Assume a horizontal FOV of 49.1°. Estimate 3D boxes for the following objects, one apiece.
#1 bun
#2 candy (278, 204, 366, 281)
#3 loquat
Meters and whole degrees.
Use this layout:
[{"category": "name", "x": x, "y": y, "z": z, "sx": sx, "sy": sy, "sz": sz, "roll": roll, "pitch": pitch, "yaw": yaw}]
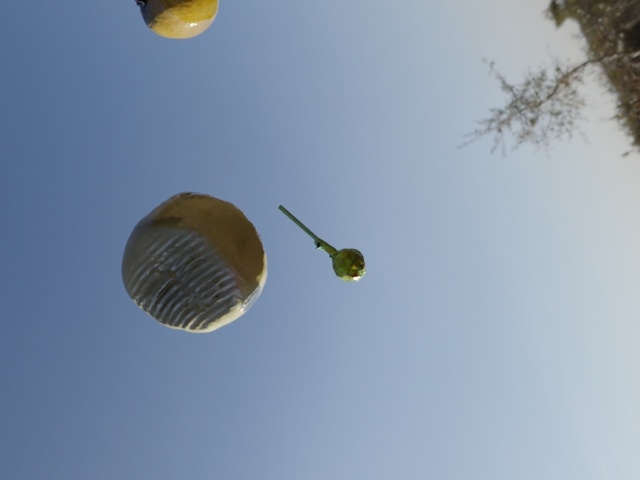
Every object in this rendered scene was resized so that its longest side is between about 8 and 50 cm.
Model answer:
[{"category": "bun", "x": -0.164, "y": 0.028, "z": 0.933, "sx": 0.178, "sy": 0.193, "sz": 0.128, "roll": 48, "pitch": -150, "yaw": -7}, {"category": "candy", "x": 0.000, "y": 0.000, "z": 1.213, "sx": 0.194, "sy": 0.062, "sz": 0.058, "roll": 40, "pitch": -112, "yaw": 13}, {"category": "loquat", "x": -0.257, "y": -0.431, "z": 1.252, "sx": 0.163, "sy": 0.137, "sz": 0.163, "roll": 3, "pitch": -137, "yaw": -3}]
